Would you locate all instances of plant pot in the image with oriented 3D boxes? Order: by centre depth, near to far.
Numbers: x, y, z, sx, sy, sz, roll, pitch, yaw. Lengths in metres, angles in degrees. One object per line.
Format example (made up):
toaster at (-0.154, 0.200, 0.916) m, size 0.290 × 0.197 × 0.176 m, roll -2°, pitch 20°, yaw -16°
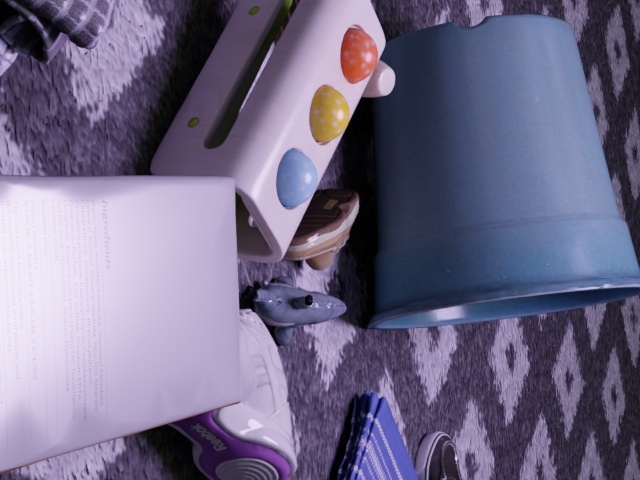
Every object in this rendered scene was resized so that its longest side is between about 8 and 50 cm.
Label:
plant pot at (0.203, -0.079, 1.867) m, size 0.341 × 0.341 × 0.334 m, roll 10°, pitch 71°, yaw -66°

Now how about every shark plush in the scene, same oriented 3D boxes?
shark plush at (-0.033, 0.057, 1.597) m, size 0.161 × 0.067 × 0.073 m, roll 42°, pitch 50°, yaw -58°

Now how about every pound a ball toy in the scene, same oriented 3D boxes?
pound a ball toy at (-0.012, -0.118, 1.522) m, size 0.319 × 0.135 × 0.208 m, roll -64°, pitch 145°, yaw -30°

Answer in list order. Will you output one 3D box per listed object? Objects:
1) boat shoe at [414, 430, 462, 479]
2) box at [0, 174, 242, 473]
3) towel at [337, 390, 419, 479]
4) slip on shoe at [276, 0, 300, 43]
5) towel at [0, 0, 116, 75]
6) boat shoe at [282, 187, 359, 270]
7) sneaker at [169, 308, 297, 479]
boat shoe at (0.170, 0.346, 1.993) m, size 0.077 × 0.070 × 0.219 m, roll 34°, pitch 46°, yaw -41°
box at (-0.222, 0.043, 0.992) m, size 0.345 × 0.215 × 0.168 m, roll -5°, pitch 93°, yaw -66°
towel at (0.046, 0.373, 1.805) m, size 0.243 × 0.040 × 0.336 m, roll 67°, pitch 34°, yaw -43°
slip on shoe at (-0.024, -0.251, 1.666) m, size 0.041 × 0.051 × 0.135 m, roll -22°, pitch 101°, yaw -58°
towel at (-0.223, -0.294, 1.131) m, size 0.235 × 0.121 × 0.284 m, roll 56°, pitch 39°, yaw -49°
boat shoe at (0.000, 0.000, 1.687) m, size 0.190 × 0.068 × 0.072 m, roll -35°, pitch 132°, yaw -62°
sneaker at (-0.108, 0.108, 1.409) m, size 0.305 × 0.114 × 0.152 m, roll 64°, pitch 20°, yaw -51°
